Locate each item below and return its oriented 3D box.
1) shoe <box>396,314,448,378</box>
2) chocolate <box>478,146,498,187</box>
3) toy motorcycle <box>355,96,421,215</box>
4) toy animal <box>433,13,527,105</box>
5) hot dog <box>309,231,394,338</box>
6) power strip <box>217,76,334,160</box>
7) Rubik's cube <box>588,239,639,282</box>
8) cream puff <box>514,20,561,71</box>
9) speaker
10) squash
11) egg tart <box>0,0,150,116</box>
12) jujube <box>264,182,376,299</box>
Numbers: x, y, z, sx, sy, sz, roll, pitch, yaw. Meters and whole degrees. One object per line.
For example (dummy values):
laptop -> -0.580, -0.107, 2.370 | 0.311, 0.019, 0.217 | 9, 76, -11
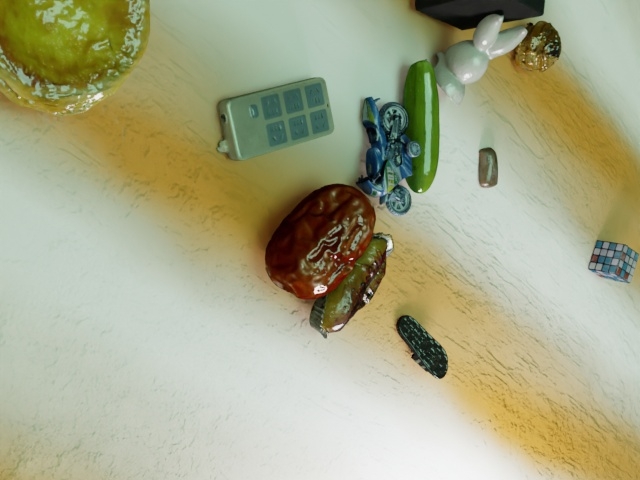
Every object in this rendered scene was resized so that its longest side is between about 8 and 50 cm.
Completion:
shoe -> 0.232, 0.249, 2.013 | 0.179, 0.049, 0.071 | 49, 59, -13
chocolate -> 0.419, -0.179, 2.105 | 0.064, 0.031, 0.101 | -8, 101, -43
toy motorcycle -> 0.135, -0.178, 1.835 | 0.135, 0.092, 0.255 | -2, 90, -30
toy animal -> 0.345, -0.420, 1.907 | 0.103, 0.131, 0.221 | 37, 112, -21
hot dog -> 0.072, 0.097, 1.800 | 0.270, 0.081, 0.163 | -52, 164, -27
power strip -> -0.085, -0.239, 1.668 | 0.270, 0.046, 0.118 | -21, 110, -35
Rubik's cube -> 0.838, 0.061, 2.449 | 0.092, 0.092, 0.092 | 26, 80, -40
cream puff -> 0.542, -0.476, 2.116 | 0.133, 0.104, 0.120 | 18, 79, -41
speaker -> 0.351, -0.610, 1.838 | 0.184, 0.232, 0.254 | 10, 85, -42
squash -> 0.223, -0.251, 1.896 | 0.082, 0.082, 0.293 | -7, 101, -39
egg tart -> -0.415, -0.353, 1.325 | 0.318, 0.128, 0.319 | -6, 100, -37
jujube -> 0.000, 0.000, 1.695 | 0.250, 0.174, 0.174 | -48, 124, -16
